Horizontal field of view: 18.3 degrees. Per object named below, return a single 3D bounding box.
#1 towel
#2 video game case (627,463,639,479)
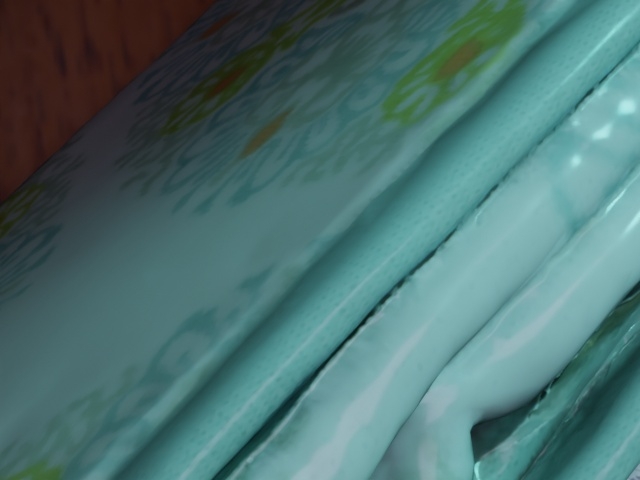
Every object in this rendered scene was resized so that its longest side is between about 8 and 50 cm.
[{"bbox_3d":[0.000,0.000,0.570,0.374,0.320,0.090,-45,108,-18],"label":"towel"},{"bbox_3d":[0.104,0.179,0.600,0.248,0.035,0.275,23,84,0],"label":"video game case"}]
